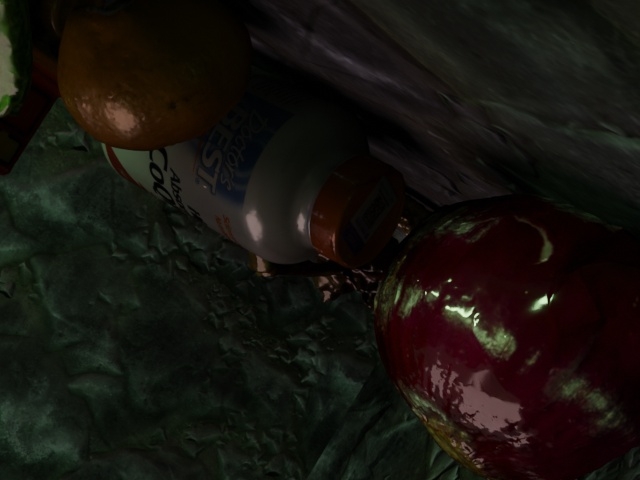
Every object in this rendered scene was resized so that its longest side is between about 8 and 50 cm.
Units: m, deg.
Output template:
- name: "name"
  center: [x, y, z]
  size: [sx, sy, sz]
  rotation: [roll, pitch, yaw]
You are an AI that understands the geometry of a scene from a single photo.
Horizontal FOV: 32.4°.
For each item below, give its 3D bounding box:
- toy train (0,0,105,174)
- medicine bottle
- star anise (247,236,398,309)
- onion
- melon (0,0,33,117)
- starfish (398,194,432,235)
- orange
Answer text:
- name: "toy train"
  center: [-0.354, -0.211, 1.075]
  size: [0.163, 0.232, 0.369]
  rotation: [26, 175, 27]
- name: "medicine bottle"
  center: [-0.061, -0.077, 1.028]
  size: [0.288, 0.157, 0.157]
  rotation: [29, 175, 32]
- name: "star anise"
  center: [0.007, -0.007, 1.334]
  size: [0.237, 0.148, 0.346]
  rotation: [58, -166, 26]
- name: "onion"
  center: [0.151, 0.063, 0.830]
  size: [0.207, 0.216, 0.206]
  rotation: [40, 171, -7]
- name: "melon"
  center: [-0.320, -0.244, 0.589]
  size: [0.331, 0.226, 0.343]
  rotation: [41, 144, 23]
- name: "starfish"
  center: [0.181, 0.044, 1.229]
  size: [0.293, 0.084, 0.301]
  rotation: [31, 172, 23]
- name: "orange"
  center: [-0.133, -0.145, 0.867]
  size: [0.156, 0.156, 0.134]
  rotation: [28, 154, 41]
